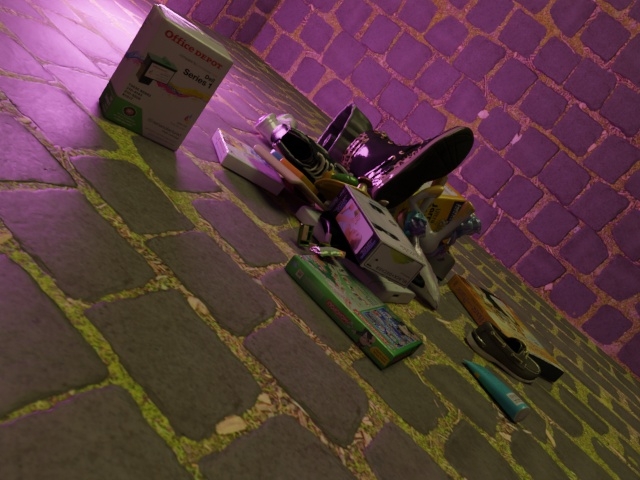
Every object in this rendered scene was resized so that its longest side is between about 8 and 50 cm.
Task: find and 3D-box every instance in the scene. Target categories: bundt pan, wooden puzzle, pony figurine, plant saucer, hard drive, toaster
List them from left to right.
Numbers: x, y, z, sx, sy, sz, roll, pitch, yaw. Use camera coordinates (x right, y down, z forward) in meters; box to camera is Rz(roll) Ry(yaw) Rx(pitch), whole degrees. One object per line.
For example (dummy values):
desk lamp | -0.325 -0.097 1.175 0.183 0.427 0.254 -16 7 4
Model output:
plant saucer | -0.078 -0.148 1.864 0.168 0.029 0.168 34 18 -12
wooden puzzle | -0.069 -0.183 1.746 0.221 0.044 0.238 44 5 36
bundt pan | 0.071 -0.326 2.118 0.124 0.331 0.331 32 17 -13
hard drive | 0.103 0.041 1.712 0.353 0.047 0.233 48 19 29
pony figurine | 0.334 -0.002 1.911 0.351 0.363 0.303 51 6 -15
toaster | 0.407 0.043 2.239 0.185 0.110 0.168 35 16 -12

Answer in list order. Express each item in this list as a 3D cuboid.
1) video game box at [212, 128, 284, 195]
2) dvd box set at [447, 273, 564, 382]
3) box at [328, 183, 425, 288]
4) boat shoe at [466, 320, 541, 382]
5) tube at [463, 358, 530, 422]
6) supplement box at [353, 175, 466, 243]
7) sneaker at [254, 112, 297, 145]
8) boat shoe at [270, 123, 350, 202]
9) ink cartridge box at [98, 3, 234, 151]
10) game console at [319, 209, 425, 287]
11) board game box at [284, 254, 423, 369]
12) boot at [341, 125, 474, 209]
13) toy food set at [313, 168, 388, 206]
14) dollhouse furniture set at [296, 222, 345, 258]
video game box | -0.218 -0.235 1.767 0.205 0.048 0.187 29 21 -32
dvd box set | 0.666 0.312 2.159 0.307 0.062 0.420 28 19 -30
box | 0.144 -0.016 1.572 0.169 0.087 0.290 28 22 -31
boat shoe | 0.588 0.347 1.837 0.305 0.091 0.109 32 24 -23
tube | 0.462 0.387 1.562 0.080 0.052 0.207 31 12 -40
supplement box | 0.289 -0.122 2.080 0.356 0.195 0.194 4 32 -24
sneaker | -0.154 -0.415 2.321 0.152 0.114 0.305 53 22 1
boat shoe | -0.015 -0.225 1.840 0.340 0.127 0.158 38 5 -14
ink cartridge box | -0.375 -0.390 1.440 0.201 0.278 0.117 24 21 -39
game console | 0.155 0.041 1.671 0.361 0.044 0.213 31 20 -22
board game box | 0.081 0.152 1.373 0.317 0.046 0.213 45 18 20
boot | 0.265 -0.279 1.886 0.284 0.377 0.138 48 -6 49
toy food set | 0.092 -0.155 1.748 0.218 0.071 0.128 21 -22 -4
dollhouse furniture set | 0.000 0.000 1.475 0.076 0.058 0.151 9 6 -34
